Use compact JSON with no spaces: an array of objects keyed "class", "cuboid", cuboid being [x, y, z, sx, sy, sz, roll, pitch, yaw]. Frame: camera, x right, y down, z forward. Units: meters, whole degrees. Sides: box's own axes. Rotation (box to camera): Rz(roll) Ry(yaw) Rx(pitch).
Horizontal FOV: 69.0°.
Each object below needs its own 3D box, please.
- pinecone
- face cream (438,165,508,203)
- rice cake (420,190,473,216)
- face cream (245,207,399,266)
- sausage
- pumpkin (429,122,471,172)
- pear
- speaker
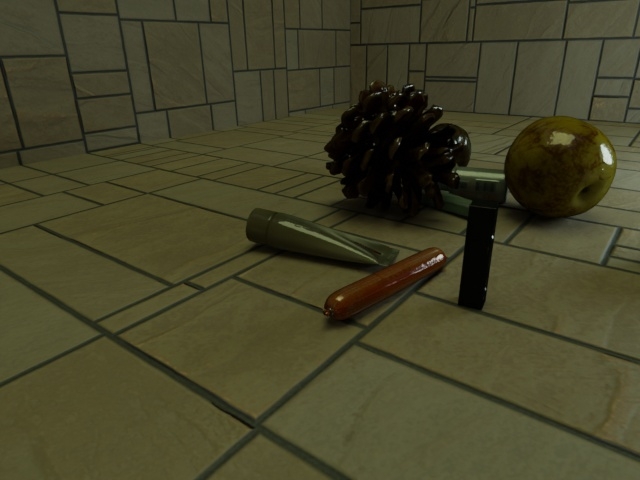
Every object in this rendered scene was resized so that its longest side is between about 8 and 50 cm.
[{"class":"pinecone","cuboid":[0.219,-0.222,1.273,0.385,0.384,0.384,-1,22,0]},{"class":"face cream","cuboid":[0.431,-0.172,1.403,0.252,0.101,0.101,9,25,25]},{"class":"rice cake","cuboid":[0.370,-0.110,1.331,0.080,0.042,0.222,-10,23,-32]},{"class":"face cream","cuboid":[0.000,0.000,1.052,0.342,0.084,0.137,14,16,16]},{"class":"sausage","cuboid":[0.132,0.076,0.878,0.348,0.053,0.053,-20,29,-39]},{"class":"pumpkin","cuboid":[0.394,-0.267,1.506,0.219,0.218,0.162,-14,47,-29]},{"class":"pear","cuboid":[0.622,-0.194,1.228,0.281,0.280,0.280,-1,22,0]},{"class":"speaker","cuboid":[0.273,0.026,0.811,0.046,0.191,0.040,11,27,26]}]
